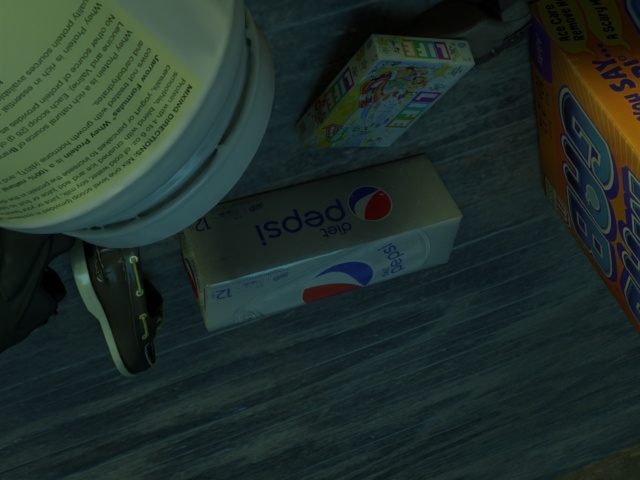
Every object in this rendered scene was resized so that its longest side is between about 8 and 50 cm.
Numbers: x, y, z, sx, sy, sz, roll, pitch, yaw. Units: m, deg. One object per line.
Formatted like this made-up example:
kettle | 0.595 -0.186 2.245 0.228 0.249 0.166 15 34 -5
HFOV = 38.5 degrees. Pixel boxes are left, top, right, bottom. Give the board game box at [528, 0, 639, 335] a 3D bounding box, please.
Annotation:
board game box | 0.460 -0.086 0.920 0.356 0.357 0.356 -26 148 2

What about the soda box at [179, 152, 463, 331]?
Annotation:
soda box | 0.000 0.000 0.978 0.286 0.098 0.091 -15 147 -16

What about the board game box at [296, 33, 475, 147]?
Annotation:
board game box | 0.056 -0.134 0.848 0.103 0.026 0.154 -4 159 -30

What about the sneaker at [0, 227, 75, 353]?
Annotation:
sneaker | -0.314 0.070 0.865 0.130 0.109 0.286 -4 145 -41

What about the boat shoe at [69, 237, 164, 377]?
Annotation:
boat shoe | -0.199 0.071 0.958 0.068 0.081 0.228 -16 145 -6

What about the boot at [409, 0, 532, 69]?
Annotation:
boot | 0.144 -0.190 0.853 0.118 0.042 0.087 -26 150 1

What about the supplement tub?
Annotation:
supplement tub | -0.188 -0.143 0.510 0.235 0.235 0.325 -33 147 12
